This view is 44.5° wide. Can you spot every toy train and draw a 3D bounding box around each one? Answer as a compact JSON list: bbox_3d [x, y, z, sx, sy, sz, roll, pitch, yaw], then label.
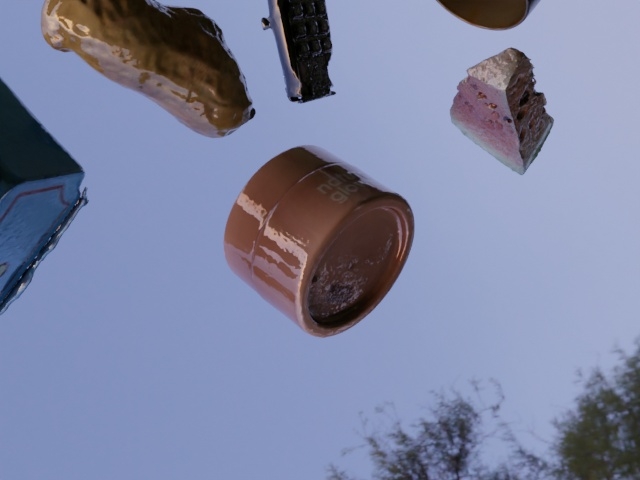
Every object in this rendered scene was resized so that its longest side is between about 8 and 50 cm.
[{"bbox_3d":[-0.379,-0.009,0.716,0.188,0.300,0.265,47,-156,7],"label":"toy train"}]

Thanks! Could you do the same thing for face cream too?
[{"bbox_3d":[0.000,0.000,0.715,0.149,0.149,0.104,-22,-135,-40],"label":"face cream"}]

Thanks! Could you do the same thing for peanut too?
[{"bbox_3d":[-0.140,-0.160,0.675,0.214,0.099,0.099,20,-122,-43],"label":"peanut"}]

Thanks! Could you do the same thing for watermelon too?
[{"bbox_3d":[0.273,-0.212,1.192,0.154,0.241,0.094,32,-98,19],"label":"watermelon"}]

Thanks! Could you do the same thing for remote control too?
[{"bbox_3d":[-0.048,-0.402,1.130,0.144,0.062,0.398,-32,-64,-57],"label":"remote control"}]

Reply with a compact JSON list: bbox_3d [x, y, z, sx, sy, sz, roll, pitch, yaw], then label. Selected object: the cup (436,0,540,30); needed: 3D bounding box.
[{"bbox_3d":[0.205,-0.366,0.851,0.166,0.239,0.177,29,-104,23],"label":"cup"}]
